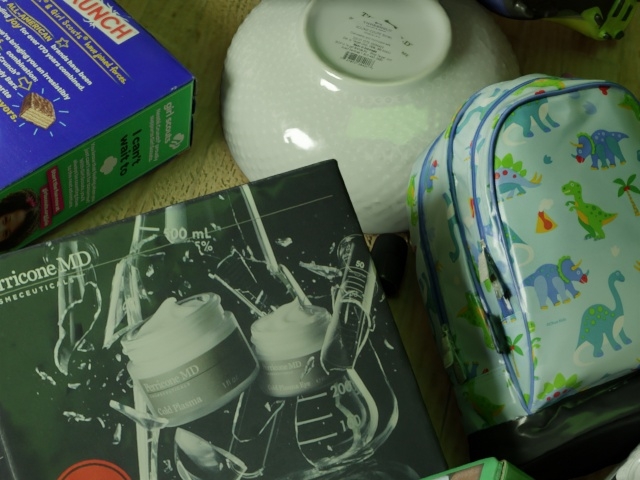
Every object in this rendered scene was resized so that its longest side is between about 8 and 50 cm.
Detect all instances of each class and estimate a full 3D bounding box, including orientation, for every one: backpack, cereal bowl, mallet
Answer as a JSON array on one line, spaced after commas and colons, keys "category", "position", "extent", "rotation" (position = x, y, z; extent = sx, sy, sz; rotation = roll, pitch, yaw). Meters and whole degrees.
[{"category": "backpack", "position": [0.227, 0.021, 1.296], "extent": [0.290, 0.273, 0.356], "rotation": [-12, 62, -16]}, {"category": "cereal bowl", "position": [0.058, -0.180, 1.476], "extent": [0.338, 0.141, 0.339], "rotation": [1, 55, -2]}, {"category": "mallet", "position": [0.000, 0.000, 1.428], "extent": [0.189, 0.039, 0.062], "rotation": [20, 55, 8]}]

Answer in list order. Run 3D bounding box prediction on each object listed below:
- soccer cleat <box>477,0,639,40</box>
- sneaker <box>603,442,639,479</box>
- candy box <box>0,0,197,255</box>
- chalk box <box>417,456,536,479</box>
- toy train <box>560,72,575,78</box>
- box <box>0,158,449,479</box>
[{"category": "soccer cleat", "position": [0.275, -0.299, 1.607], "extent": [0.289, 0.093, 0.121], "rotation": [-1, 26, -47]}, {"category": "sneaker", "position": [0.327, 0.237, 1.181], "extent": [0.153, 0.269, 0.101], "rotation": [43, 64, 13]}, {"category": "candy box", "position": [-0.331, -0.142, 1.408], "extent": [0.317, 0.122, 0.268], "rotation": [-35, 67, -28]}, {"category": "chalk box", "position": [0.114, 0.286, 0.997], "extent": [0.289, 0.180, 0.179], "rotation": [33, 55, -19]}, {"category": "toy train", "position": [0.260, -0.128, 1.564], "extent": [0.125, 0.046, 0.166], "rotation": [-26, 62, -21]}, {"category": "box", "position": [-0.110, 0.137, 1.153], "extent": [0.343, 0.179, 0.313], "rotation": [-18, 83, -22]}]
